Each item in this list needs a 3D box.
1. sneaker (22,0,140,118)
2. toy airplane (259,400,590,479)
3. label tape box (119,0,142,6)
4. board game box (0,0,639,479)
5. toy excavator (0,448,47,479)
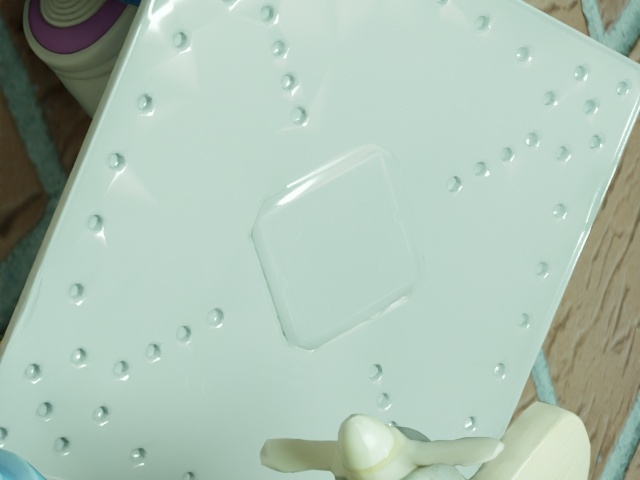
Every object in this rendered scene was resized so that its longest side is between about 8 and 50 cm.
[{"bbox_3d":[-0.112,-0.212,1.351,0.305,0.114,0.152,-64,149,-27],"label":"sneaker"},{"bbox_3d":[-0.024,0.272,0.901,0.386,0.272,0.384,-19,133,-57],"label":"toy airplane"},{"bbox_3d":[-0.133,-0.330,1.204,0.240,0.106,0.334,12,71,-32],"label":"label tape box"},{"bbox_3d":[0.000,0.000,1.209,0.390,0.050,0.390,21,92,-36],"label":"board game box"},{"bbox_3d":[-0.315,0.231,0.911,0.445,0.222,0.433,48,48,-30],"label":"toy excavator"}]
